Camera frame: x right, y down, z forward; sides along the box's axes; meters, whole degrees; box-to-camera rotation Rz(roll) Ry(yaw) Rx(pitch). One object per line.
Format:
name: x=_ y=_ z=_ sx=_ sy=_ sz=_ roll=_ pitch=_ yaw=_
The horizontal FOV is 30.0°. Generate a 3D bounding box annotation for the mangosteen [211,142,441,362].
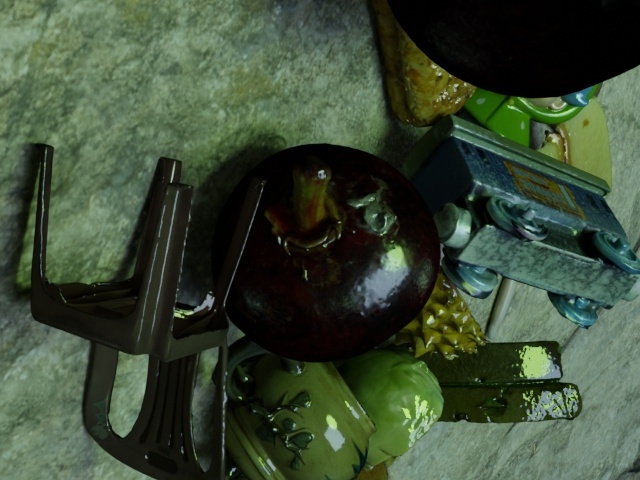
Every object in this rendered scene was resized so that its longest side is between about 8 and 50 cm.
mangosteen: x=0.000 y=0.000 z=1.194 sx=0.235 sy=0.235 sz=0.261 roll=-55 pitch=159 yaw=-16

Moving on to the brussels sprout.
brussels sprout: x=0.069 y=0.199 z=1.478 sx=0.149 sy=0.122 sz=0.151 roll=-39 pitch=-167 yaw=39

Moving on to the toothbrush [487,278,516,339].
toothbrush: x=0.309 y=0.008 z=1.801 sx=0.025 sy=0.029 sz=0.307 roll=1 pitch=109 yaw=-61

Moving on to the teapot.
teapot: x=-0.047 y=0.209 z=1.353 sx=0.182 sy=0.173 sz=0.269 roll=-34 pitch=130 yaw=-2

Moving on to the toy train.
toy train: x=0.241 y=-0.015 z=1.412 sx=0.299 sy=0.202 sz=0.131 roll=19 pitch=123 yaw=-31

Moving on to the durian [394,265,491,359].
durian: x=0.098 y=0.053 z=1.444 sx=0.112 sy=0.191 sz=0.341 roll=-31 pitch=143 yaw=5

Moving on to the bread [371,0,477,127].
bread: x=0.123 y=-0.234 z=1.372 sx=0.114 sy=0.083 sz=0.211 roll=-42 pitch=137 yaw=-25

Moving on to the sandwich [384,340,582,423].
sandwich: x=0.212 y=0.189 z=1.626 sx=0.212 sy=0.292 sz=0.109 roll=1 pitch=87 yaw=-65

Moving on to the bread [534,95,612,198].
bread: x=0.288 y=-0.097 z=1.631 sx=0.240 sy=0.135 sz=0.178 roll=-38 pitch=133 yaw=-32

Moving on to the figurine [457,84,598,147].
figurine: x=0.253 y=-0.196 z=1.510 sx=0.263 sy=0.162 sz=0.143 roll=-50 pitch=169 yaw=0

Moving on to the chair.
chair: x=-0.169 y=0.088 z=1.095 sx=0.183 sy=0.175 sz=0.326 roll=-6 pitch=108 yaw=-61

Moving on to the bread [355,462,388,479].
bread: x=0.034 y=0.306 z=1.578 sx=0.128 sy=0.069 sz=0.140 roll=-40 pitch=139 yaw=-34

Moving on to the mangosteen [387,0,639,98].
mangosteen: x=0.172 y=-0.333 z=1.123 sx=0.382 sy=0.435 sz=0.382 roll=-171 pitch=-90 yaw=-83

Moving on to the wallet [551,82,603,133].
wallet: x=0.363 y=-0.220 z=1.734 sx=0.152 sy=0.039 sz=0.118 roll=32 pitch=85 yaw=-54
